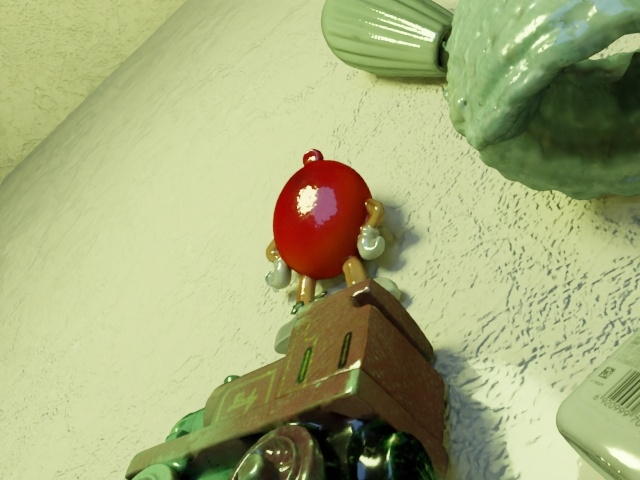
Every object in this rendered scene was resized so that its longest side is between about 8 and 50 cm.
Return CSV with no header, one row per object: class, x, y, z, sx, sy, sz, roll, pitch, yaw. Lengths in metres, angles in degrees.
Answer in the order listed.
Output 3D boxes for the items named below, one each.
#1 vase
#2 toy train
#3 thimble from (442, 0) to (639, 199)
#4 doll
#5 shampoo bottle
vase,0.101,-0.280,0.781,0.128,0.128,0.248,-48,41,0
toy train,-0.041,0.177,0.472,0.304,0.150,0.222,-29,28,30
thimble,0.214,-0.137,0.425,0.249,0.205,0.172,-8,54,23
doll,0.000,0.000,0.648,0.183,0.085,0.217,-31,55,28
shampoo bottle,0.239,0.055,0.327,0.221,0.051,0.108,-42,13,-3
